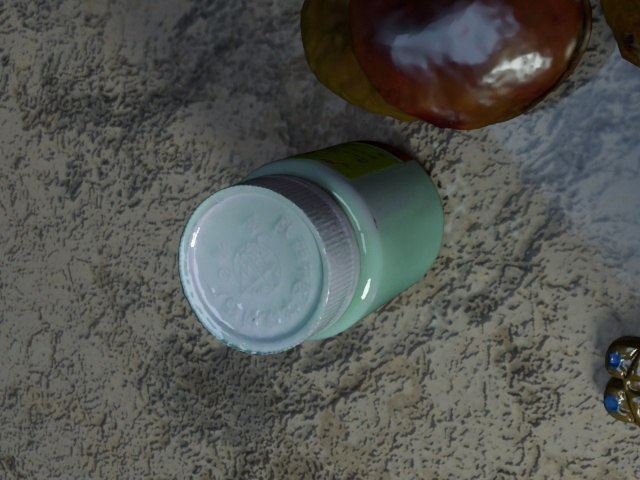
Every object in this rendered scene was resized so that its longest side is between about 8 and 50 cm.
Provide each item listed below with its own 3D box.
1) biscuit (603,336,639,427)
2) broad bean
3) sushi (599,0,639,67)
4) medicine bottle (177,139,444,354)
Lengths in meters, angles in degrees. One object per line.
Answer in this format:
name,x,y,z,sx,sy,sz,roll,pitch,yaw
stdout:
biscuit,0.304,0.119,0.806,0.175,0.026,0.124,4,101,25
broad bean,0.088,-0.165,0.804,0.228,0.122,0.156,13,108,20
sushi,0.256,-0.260,0.680,0.167,0.179,0.296,-4,107,15
medicine bottle,0.000,0.000,0.821,0.139,0.225,0.139,6,104,24
